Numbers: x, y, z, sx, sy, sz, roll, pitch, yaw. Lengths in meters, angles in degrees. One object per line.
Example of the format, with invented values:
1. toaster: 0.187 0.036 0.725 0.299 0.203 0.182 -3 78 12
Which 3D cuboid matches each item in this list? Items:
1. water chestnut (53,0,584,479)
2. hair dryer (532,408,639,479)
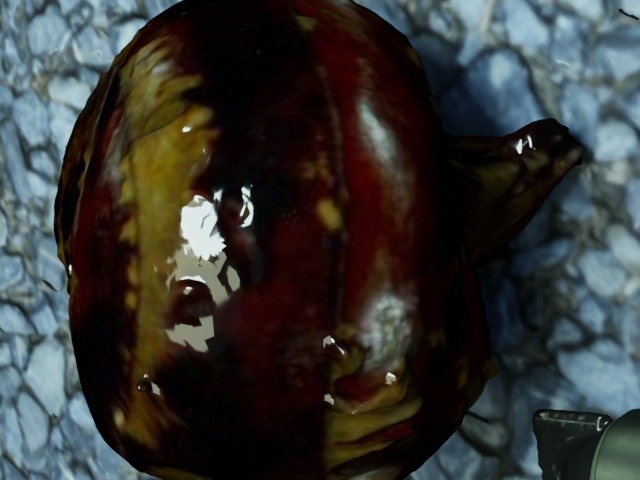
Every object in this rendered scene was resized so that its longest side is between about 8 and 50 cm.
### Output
1. water chestnut: 0.000 0.000 0.808 0.300 0.300 0.300 16 117 34
2. hair dryer: 0.218 0.204 0.814 0.195 0.078 0.248 0 113 41
